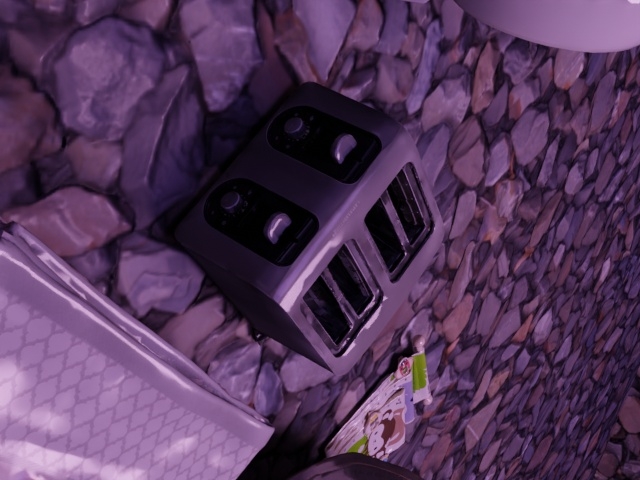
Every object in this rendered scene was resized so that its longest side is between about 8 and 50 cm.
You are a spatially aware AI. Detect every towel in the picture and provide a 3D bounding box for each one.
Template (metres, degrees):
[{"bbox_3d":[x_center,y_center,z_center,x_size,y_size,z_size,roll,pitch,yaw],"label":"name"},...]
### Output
[{"bbox_3d":[-0.191,0.183,0.434,0.317,0.053,0.332,-53,144,-13],"label":"towel"}]

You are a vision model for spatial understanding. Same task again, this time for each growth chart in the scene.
[{"bbox_3d":[0.064,0.243,0.911,0.237,0.021,0.172,-47,143,-21],"label":"growth chart"}]

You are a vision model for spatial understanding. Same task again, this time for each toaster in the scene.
[{"bbox_3d":[0.000,0.000,0.591,0.168,0.110,0.185,-51,144,-16],"label":"toaster"}]

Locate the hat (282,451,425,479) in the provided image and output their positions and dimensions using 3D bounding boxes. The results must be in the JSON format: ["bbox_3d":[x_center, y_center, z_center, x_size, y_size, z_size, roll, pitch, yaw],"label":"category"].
[{"bbox_3d":[-0.020,0.354,0.775,0.331,0.134,0.331,-8,103,-38],"label":"hat"}]

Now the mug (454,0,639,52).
[{"bbox_3d":[0.222,-0.344,0.552,0.374,0.276,0.328,-68,172,-52],"label":"mug"}]

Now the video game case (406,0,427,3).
[{"bbox_3d":[0.060,-0.268,0.455,0.023,0.193,0.212,6,115,-7],"label":"video game case"}]
